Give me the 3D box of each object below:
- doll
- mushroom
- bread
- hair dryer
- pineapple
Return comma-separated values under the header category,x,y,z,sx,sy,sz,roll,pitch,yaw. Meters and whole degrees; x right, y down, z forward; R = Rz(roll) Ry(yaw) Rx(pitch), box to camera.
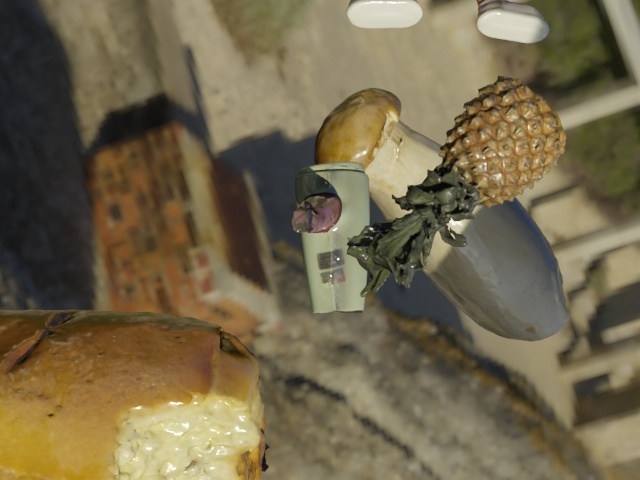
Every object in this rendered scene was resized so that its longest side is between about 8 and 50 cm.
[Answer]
category,x,y,z,sx,sy,sz,roll,pitch,yaw
doll,0.098,-0.248,1.444,0.085,0.183,0.217,100,-7,-56
mushroom,0.131,-0.021,1.837,0.350,0.128,0.128,39,30,-28
bread,-0.202,0.128,1.094,0.195,0.344,0.148,-84,168,-45
hair dryer,-0.001,-0.007,1.230,0.154,0.054,0.106,29,58,-76
pineapple,0.061,-0.026,0.876,0.058,0.124,0.058,46,-17,18
